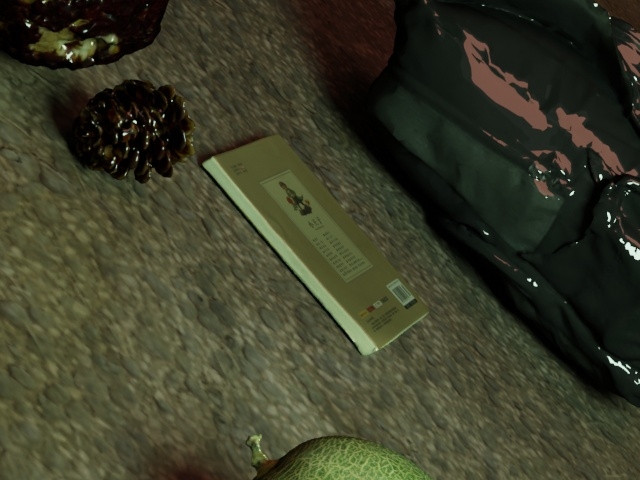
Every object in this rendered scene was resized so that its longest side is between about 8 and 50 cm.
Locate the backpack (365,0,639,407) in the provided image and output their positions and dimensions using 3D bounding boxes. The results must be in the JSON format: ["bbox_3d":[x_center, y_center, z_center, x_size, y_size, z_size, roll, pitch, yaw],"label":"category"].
[{"bbox_3d":[0.228,-0.079,1.670,0.446,0.255,0.363,41,17,-5],"label":"backpack"}]

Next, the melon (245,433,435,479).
[{"bbox_3d":[0.018,0.185,0.997,0.192,0.139,0.139,51,23,-1],"label":"melon"}]

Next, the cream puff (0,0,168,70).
[{"bbox_3d":[-0.195,-0.232,1.233,0.165,0.239,0.239,-9,51,-23],"label":"cream puff"}]

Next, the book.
[{"bbox_3d":[0.000,0.000,1.430,0.198,0.016,0.138,49,23,6],"label":"book"}]

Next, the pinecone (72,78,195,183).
[{"bbox_3d":[-0.132,-0.073,1.258,0.083,0.077,0.077,-28,74,-42],"label":"pinecone"}]
